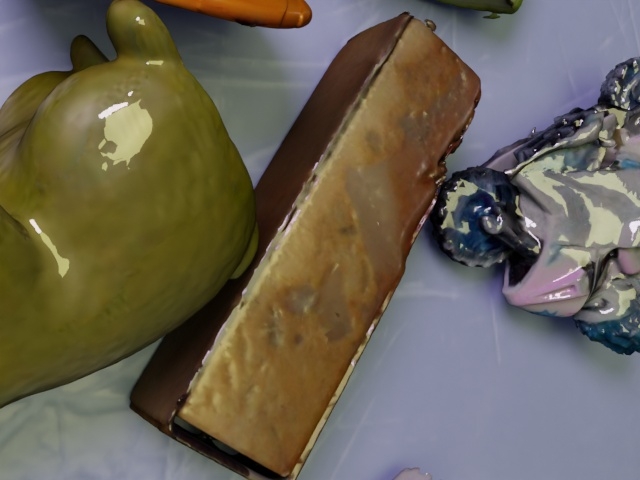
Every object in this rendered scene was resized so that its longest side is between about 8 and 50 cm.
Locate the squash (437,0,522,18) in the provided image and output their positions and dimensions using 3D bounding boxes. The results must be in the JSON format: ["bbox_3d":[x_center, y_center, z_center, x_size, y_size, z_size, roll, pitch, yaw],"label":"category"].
[{"bbox_3d":[0.101,-0.324,0.584,0.203,0.111,0.289,21,83,-57],"label":"squash"}]

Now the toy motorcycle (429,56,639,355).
[{"bbox_3d":[0.220,-0.010,0.651,0.239,0.108,0.204,-31,99,2],"label":"toy motorcycle"}]

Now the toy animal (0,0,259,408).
[{"bbox_3d":[-0.202,0.018,0.397,0.363,0.181,0.180,-30,115,-26],"label":"toy animal"}]

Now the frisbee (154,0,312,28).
[{"bbox_3d":[-0.092,-0.163,0.454,0.192,0.192,0.035,9,113,-26],"label":"frisbee"}]

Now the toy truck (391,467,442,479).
[{"bbox_3d":[0.016,0.281,0.524,0.286,0.136,0.111,-42,124,-28],"label":"toy truck"}]

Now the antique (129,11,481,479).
[{"bbox_3d":[0.000,0.000,0.549,0.093,0.087,0.310,35,74,-23],"label":"antique"}]
